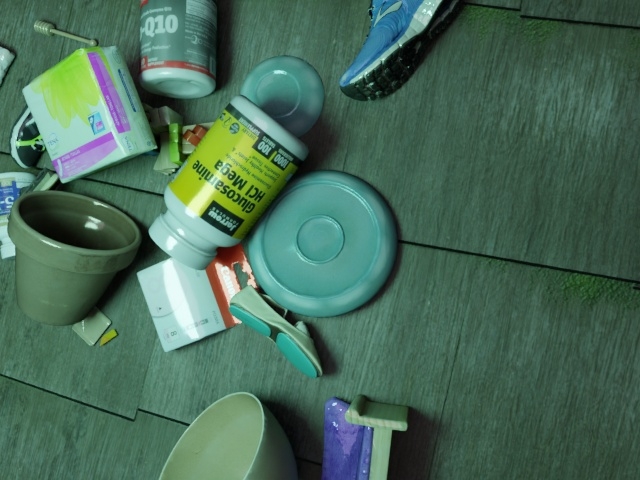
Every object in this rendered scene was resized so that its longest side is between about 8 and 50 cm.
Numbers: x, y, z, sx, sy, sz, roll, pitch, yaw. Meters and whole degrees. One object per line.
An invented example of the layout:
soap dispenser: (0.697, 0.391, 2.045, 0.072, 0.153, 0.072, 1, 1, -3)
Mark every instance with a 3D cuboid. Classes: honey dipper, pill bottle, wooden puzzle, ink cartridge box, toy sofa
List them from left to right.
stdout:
pill bottle: (-0.694, -0.053, 1.328, 0.112, 0.112, 0.186, -12, 84, 10)
honey dipper: (-0.604, -0.490, 1.379, 0.161, 0.030, 0.030, 19, 90, 10)
wooden puzzle: (-0.523, 0.194, 1.329, 0.078, 0.014, 0.116, -43, 80, 1)
pill bottle: (-0.305, -0.466, 1.251, 0.161, 0.161, 0.283, -1, 86, 11)
ink cartridge box: (-0.261, 0.115, 1.262, 0.233, 0.066, 0.189, -23, 83, 13)
pill bottle: (-0.192, -0.110, 1.175, 0.188, 0.188, 0.334, 39, 97, 11)
toy sofa: (0.068, 0.495, 1.123, 0.177, 0.150, 0.362, 6, 88, 10)

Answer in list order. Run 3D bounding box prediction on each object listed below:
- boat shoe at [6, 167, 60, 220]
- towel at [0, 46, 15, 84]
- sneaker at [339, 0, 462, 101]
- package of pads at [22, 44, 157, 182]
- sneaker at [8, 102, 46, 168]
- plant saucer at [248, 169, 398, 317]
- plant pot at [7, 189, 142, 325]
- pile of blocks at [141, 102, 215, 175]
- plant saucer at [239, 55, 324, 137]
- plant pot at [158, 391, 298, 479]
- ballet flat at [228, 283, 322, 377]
boat shoe: (-0.640, -0.098, 1.282, 0.049, 0.056, 0.152, 35, 57, -5)
towel: (-0.952, -0.387, 1.431, 0.317, 0.053, 0.331, 31, 94, 11)
sneaker: (0.147, -0.431, 1.193, 0.147, 0.130, 0.330, 40, 88, 22)
package of pads: (-0.491, -0.261, 1.214, 0.297, 0.101, 0.229, -10, 104, 41)
sneaker: (-0.635, -0.271, 1.344, 0.097, 0.084, 0.234, 22, 91, 11)
plant saucer: (0.000, 0.000, 1.201, 0.318, 0.043, 0.317, -1, 80, 8)
plant pot: (-0.542, 0.052, 1.242, 0.263, 0.263, 0.229, 28, 110, 12)
pile of blocks: (-0.374, -0.236, 1.275, 0.362, 0.113, 0.148, 20, 90, 12)
plant saucer: (-0.090, -0.314, 1.263, 0.195, 0.037, 0.194, -1, 87, 10)
plant pot: (-0.154, 0.471, 1.132, 0.284, 0.284, 0.191, -41, 115, 6)
ballet flat: (-0.078, 0.181, 1.208, 0.248, 0.086, 0.086, 38, 94, 9)
